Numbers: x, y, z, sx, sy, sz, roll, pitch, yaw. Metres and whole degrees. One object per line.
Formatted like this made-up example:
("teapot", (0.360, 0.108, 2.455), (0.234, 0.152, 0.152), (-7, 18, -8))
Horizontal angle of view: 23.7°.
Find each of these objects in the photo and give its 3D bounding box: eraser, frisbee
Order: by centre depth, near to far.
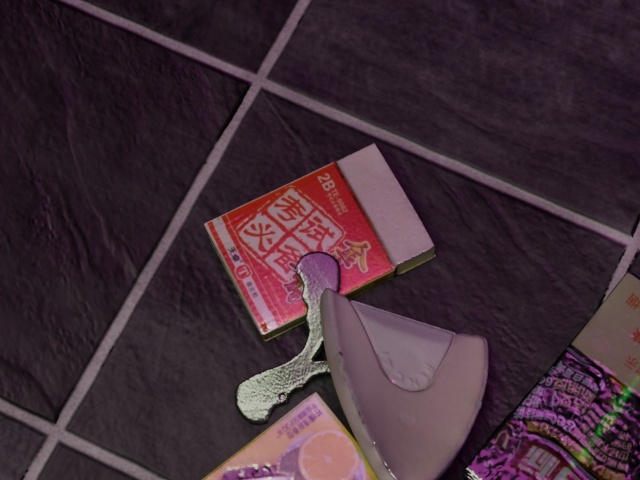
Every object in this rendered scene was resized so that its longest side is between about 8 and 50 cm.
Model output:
("eraser", (0.086, 0.177, 1.646), (0.204, 0.059, 0.243), (19, 46, -16))
("frisbee", (0.015, 0.140, 1.724), (0.187, 0.012, 0.211), (30, 87, 0))
("eraser", (0.000, 0.000, 1.787), (0.230, 0.038, 0.157), (-26, 69, -9))

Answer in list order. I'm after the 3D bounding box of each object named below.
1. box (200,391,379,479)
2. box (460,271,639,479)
("box", (-0.057, 0.307, 1.621), (0.265, 0.097, 0.168), (-35, 74, -13))
("box", (0.321, 0.211, 1.668), (0.198, 0.084, 0.310), (38, 72, 15))
